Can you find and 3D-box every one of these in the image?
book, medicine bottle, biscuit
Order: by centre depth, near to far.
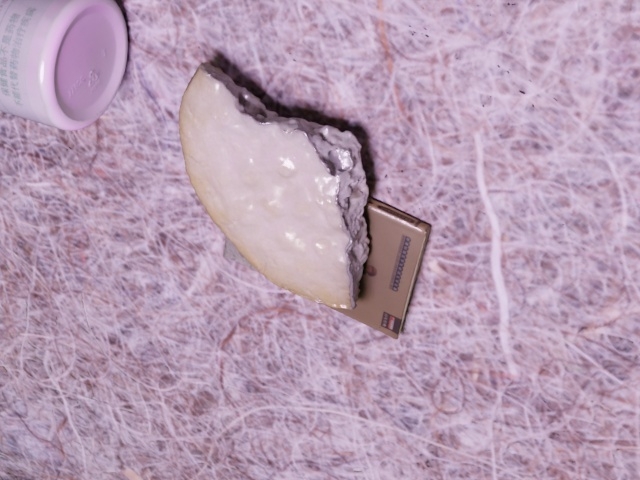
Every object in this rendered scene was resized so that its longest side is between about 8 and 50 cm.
[{"bbox_3d":[-0.036,-0.047,1.271,0.188,0.040,0.265,-28,102,43],"label":"biscuit"},{"bbox_3d":[-0.326,-0.196,1.313,0.274,0.133,0.133,17,129,24],"label":"medicine bottle"},{"bbox_3d":[0.000,0.000,1.318,0.199,0.016,0.138,25,131,16],"label":"book"}]
